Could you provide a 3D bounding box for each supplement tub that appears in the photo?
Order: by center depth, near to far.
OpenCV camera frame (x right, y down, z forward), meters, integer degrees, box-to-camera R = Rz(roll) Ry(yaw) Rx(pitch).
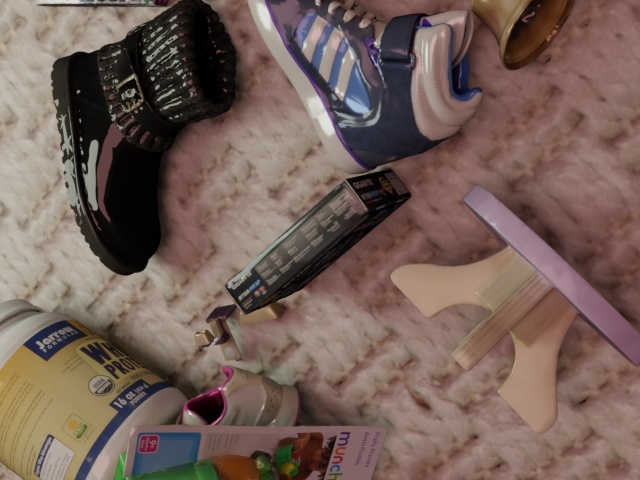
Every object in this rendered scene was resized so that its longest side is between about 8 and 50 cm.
[{"bbox_3d":[-0.375,0.246,1.309,0.316,0.228,0.228,30,108,15],"label":"supplement tub"}]

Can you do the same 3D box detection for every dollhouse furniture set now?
[{"bbox_3d":[-0.104,0.142,1.268,0.114,0.091,0.081,-13,108,21],"label":"dollhouse furniture set"}]

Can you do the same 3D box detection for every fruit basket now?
[{"bbox_3d":[-0.102,0.389,1.179,0.353,0.165,0.327,8,112,-20],"label":"fruit basket"}]

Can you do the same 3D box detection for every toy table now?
[{"bbox_3d":[0.227,0.083,1.040,0.161,0.252,0.274,-45,69,6],"label":"toy table"}]

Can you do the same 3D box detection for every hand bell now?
[{"bbox_3d":[0.175,-0.324,1.077,0.242,0.126,0.126,43,112,25],"label":"hand bell"}]

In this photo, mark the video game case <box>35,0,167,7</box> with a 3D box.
[{"bbox_3d":[-0.317,-0.454,1.277,0.210,0.042,0.232,5,100,22],"label":"video game case"}]

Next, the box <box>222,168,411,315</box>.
[{"bbox_3d":[0.000,0.000,1.144,0.220,0.175,0.051,-41,82,23],"label":"box"}]

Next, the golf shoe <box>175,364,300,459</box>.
[{"bbox_3d":[-0.168,0.289,1.272,0.140,0.115,0.306,36,109,-26],"label":"golf shoe"}]

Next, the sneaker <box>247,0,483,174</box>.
[{"bbox_3d":[0.069,-0.259,1.087,0.236,0.130,0.323,-25,93,31],"label":"sneaker"}]

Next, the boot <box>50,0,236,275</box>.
[{"bbox_3d":[-0.227,-0.139,1.240,0.260,0.131,0.348,-13,93,24],"label":"boot"}]
